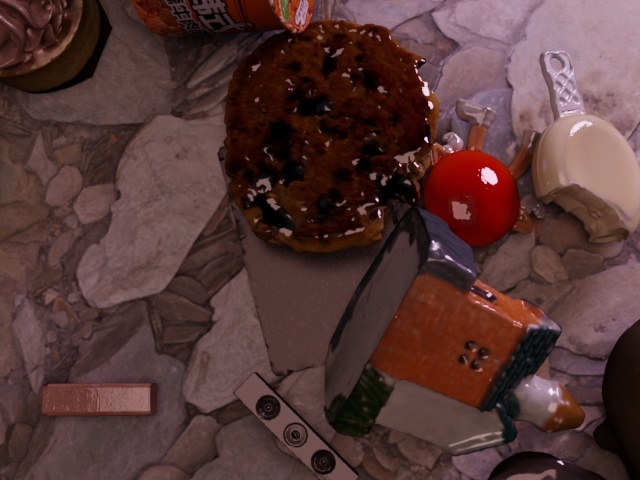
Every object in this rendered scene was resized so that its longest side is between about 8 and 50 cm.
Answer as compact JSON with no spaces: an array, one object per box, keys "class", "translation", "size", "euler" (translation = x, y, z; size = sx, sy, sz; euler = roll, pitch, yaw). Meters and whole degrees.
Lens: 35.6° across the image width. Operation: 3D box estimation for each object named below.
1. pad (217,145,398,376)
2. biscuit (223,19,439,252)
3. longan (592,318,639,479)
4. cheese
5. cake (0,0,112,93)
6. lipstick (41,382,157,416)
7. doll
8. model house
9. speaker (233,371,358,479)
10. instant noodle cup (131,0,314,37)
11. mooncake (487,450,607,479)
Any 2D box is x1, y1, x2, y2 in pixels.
[{"class":"pad","translation":[0.000,0.000,1.358],"size":[0.219,0.004,0.330],"euler":[-14,81,0]},{"class":"biscuit","translation":[0.013,-0.139,1.329],"size":[0.289,0.081,0.334],"euler":[2,73,10]},{"class":"longan","translation":[0.467,0.220,1.195],"size":[0.300,0.243,0.300],"euler":[4,98,36]},{"class":"cheese","translation":[0.355,-0.127,1.317],"size":[0.163,0.071,0.249],"euler":[14,70,-21]},{"class":"cake","translation":[-0.399,-0.310,1.337],"size":[0.207,0.178,0.185],"euler":[-10,81,-2]},{"class":"lipstick","translation":[-0.292,0.210,1.319],"size":[0.145,0.045,0.045],"euler":[-1,80,2]},{"class":"doll","translation":[0.216,-0.071,1.325],"size":[0.183,0.085,0.217],"euler":[26,67,0]},{"class":"model house","translation":[0.182,0.146,1.228],"size":[0.300,0.190,0.272],"euler":[26,107,-6]},{"class":"speaker","translation":[-0.031,0.252,1.302],"size":[0.191,0.046,0.040],"euler":[44,87,6]},{"class":"instant noodle cup","translation":[-0.135,-0.378,1.304],"size":[0.192,0.250,0.251],"euler":[-6,81,19]},{"class":"mooncake","translation":[0.273,0.383,1.225],"size":[0.244,0.133,0.245],"euler":[0,81,2]}]
